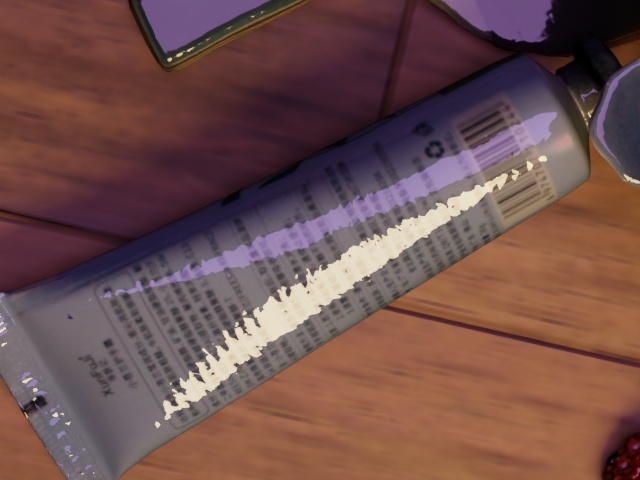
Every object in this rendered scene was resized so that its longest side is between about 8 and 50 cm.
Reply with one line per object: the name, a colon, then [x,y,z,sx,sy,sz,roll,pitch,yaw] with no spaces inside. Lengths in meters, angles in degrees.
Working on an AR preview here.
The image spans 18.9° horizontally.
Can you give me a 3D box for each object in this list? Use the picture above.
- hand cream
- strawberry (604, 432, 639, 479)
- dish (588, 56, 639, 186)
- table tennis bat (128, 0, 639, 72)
hand cream: [0.000,0.000,0.761,0.271,0.058,0.091,-30,108,-1]
strawberry: [0.192,0.089,0.793,0.152,0.048,0.104,-25,93,-9]
dish: [0.214,-0.082,0.763,0.236,0.086,0.228,11,93,-14]
table tennis bat: [0.066,-0.144,0.775,0.301,0.022,0.173,-26,97,-6]
